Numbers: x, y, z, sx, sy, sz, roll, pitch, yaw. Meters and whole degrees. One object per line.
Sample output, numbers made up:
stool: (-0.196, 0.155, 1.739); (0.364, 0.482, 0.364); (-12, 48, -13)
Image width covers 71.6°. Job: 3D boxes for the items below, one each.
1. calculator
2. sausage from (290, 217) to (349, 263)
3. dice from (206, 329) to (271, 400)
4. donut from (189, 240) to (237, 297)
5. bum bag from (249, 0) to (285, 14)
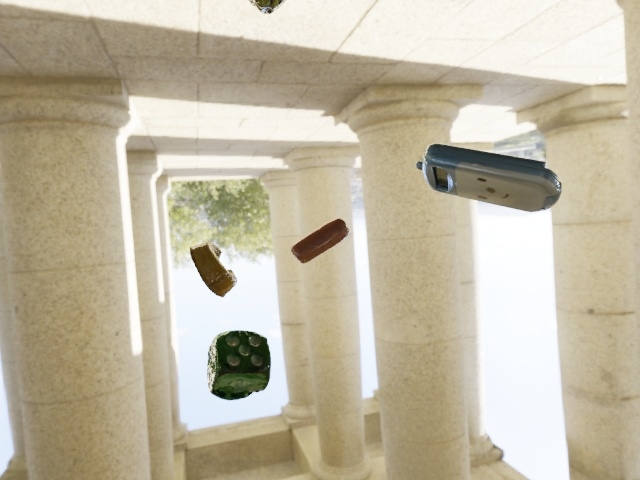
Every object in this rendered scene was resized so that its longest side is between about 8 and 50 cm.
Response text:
calculator: (0.242, -0.092, 0.659); (0.210, 0.039, 0.121); (17, 167, 22)
sausage: (0.000, 0.000, 0.601); (0.083, 0.034, 0.034); (-32, -179, 3)
dice: (-0.190, 0.287, 1.030); (0.131, 0.128, 0.120); (5, -139, -22)
donut: (-0.190, 0.048, 0.795); (0.043, 0.108, 0.097); (-34, 176, 1)
bum bag: (0.000, -0.232, 0.264); (0.060, 0.107, 0.232); (8, 154, -27)
